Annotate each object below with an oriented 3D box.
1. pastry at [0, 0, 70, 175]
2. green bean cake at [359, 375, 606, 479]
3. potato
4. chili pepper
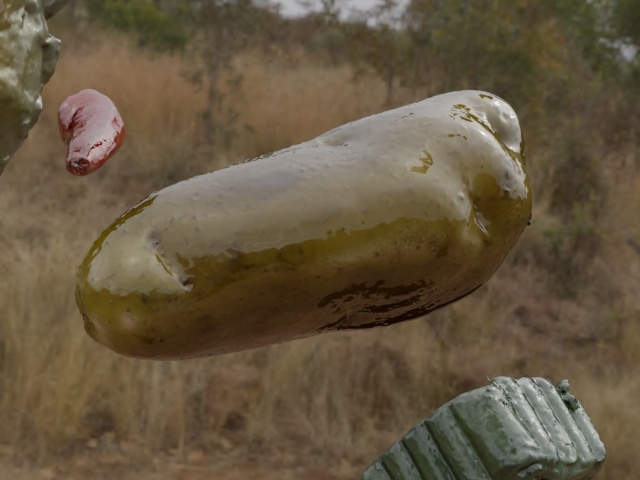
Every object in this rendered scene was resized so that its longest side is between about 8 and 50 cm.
[{"bbox_3d":[-0.399,-0.171,1.054,0.329,0.330,0.136,9,4,15],"label":"pastry"},{"bbox_3d":[0.186,0.249,1.240,0.227,0.222,0.125,11,40,-51],"label":"green bean cake"},{"bbox_3d":[0.000,0.000,0.825,0.369,0.176,0.195,-17,27,-25],"label":"potato"},{"bbox_3d":[-0.236,-0.111,1.172,0.071,0.063,0.272,-36,23,0],"label":"chili pepper"}]
